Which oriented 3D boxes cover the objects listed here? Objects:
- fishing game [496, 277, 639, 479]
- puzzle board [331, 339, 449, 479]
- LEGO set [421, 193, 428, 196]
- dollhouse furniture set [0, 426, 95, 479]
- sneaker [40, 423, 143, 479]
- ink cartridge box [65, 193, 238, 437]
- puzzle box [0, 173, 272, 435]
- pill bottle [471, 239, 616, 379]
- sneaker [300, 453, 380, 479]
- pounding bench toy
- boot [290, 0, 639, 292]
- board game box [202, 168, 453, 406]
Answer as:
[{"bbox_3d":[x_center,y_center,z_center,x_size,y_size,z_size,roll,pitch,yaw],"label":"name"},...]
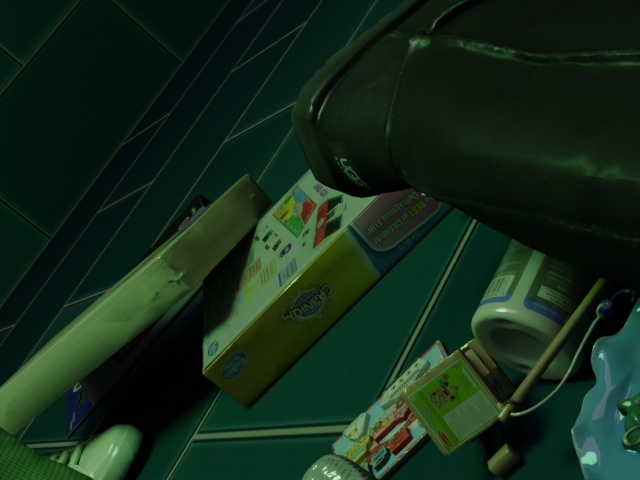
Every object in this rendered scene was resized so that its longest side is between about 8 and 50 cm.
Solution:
[{"bbox_3d":[0.210,0.068,0.560,0.189,0.041,0.264,-50,28,-6],"label":"fishing game"},{"bbox_3d":[0.058,0.141,0.849,0.128,0.011,0.096,-45,19,9],"label":"puzzle board"},{"bbox_3d":[0.217,-0.127,0.996,0.182,0.060,0.244,-6,47,47],"label":"LEGO set"},{"bbox_3d":[-0.254,0.276,0.993,0.151,0.197,0.301,-41,21,26],"label":"dollhouse furniture set"},{"bbox_3d":[-0.333,0.291,1.262,0.290,0.123,0.106,-40,19,21],"label":"sneaker"},{"bbox_3d":[-0.268,0.103,1.577,0.371,0.069,0.176,-50,19,4],"label":"ink cartridge box"},{"bbox_3d":[-0.250,0.094,1.296,0.409,0.052,0.272,-38,7,27],"label":"puzzle box"},{"bbox_3d":[0.164,0.020,0.742,0.078,0.078,0.137,-18,36,57],"label":"pill bottle"},{"bbox_3d":[0.013,0.256,0.548,0.210,0.137,0.366,-51,14,-3],"label":"sneaker"},{"bbox_3d":[0.106,0.117,0.734,0.052,0.083,0.065,-40,-11,18],"label":"pounding bench toy"},{"bbox_3d":[0.214,-0.137,0.686,0.367,0.146,0.445,-48,25,-12],"label":"boot"},{"bbox_3d":[0.000,0.000,1.166,0.316,0.064,0.242,-45,19,12],"label":"board game box"}]
